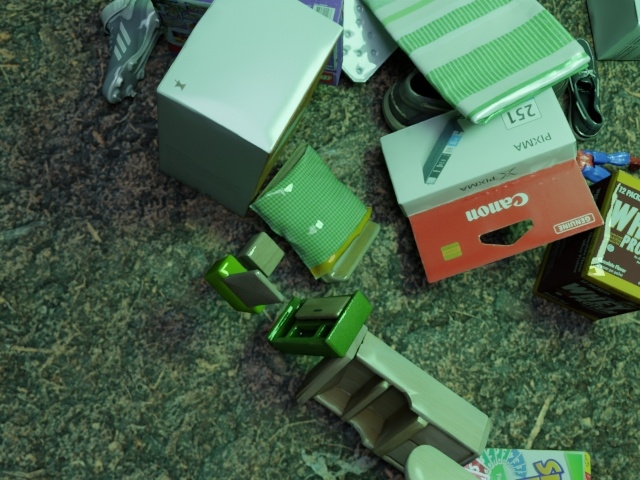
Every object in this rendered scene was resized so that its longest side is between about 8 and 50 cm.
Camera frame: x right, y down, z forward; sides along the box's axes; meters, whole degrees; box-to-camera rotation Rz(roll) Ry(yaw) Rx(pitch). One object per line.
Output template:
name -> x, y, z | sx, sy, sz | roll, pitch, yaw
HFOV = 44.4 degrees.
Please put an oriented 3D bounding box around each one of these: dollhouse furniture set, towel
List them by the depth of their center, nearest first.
dollhouse furniture set -> 0.049, 0.355, 1.087 | 0.256, 0.362, 0.394 | 36, 46, -3
dollhouse furniture set -> 0.000, 0.000, 1.190 | 0.197, 0.151, 0.301 | 49, 57, -23
towel -> 0.253, -0.356, 1.296 | 0.248, 0.038, 0.324 | -30, 70, -10

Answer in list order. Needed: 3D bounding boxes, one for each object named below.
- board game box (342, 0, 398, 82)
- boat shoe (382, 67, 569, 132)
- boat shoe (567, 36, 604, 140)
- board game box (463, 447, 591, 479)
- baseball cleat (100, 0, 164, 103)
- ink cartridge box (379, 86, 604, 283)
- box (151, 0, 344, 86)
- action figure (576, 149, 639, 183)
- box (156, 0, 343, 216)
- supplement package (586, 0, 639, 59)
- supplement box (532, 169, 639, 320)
board game box -> 0.060, -0.542, 1.355 | 0.390, 0.050, 0.390 | 45, 84, -15
boat shoe -> 0.288, -0.263, 1.374 | 0.356, 0.130, 0.132 | -16, 80, -14
boat shoe -> 0.496, -0.291, 1.456 | 0.075, 0.065, 0.206 | 3, 77, -10
board game box -> 0.331, 0.406, 1.287 | 0.260, 0.039, 0.124 | 5, 77, -13
baseball cleat -> -0.332, -0.324, 1.310 | 0.110, 0.072, 0.205 | 22, 69, 9
ink cartridge box -> 0.271, -0.101, 1.276 | 0.296, 0.066, 0.261 | -20, 63, 11
box -> -0.109, -0.339, 1.250 | 0.294, 0.201, 0.057 | 11, 75, 4
action figure -> 0.452, -0.126, 1.408 | 0.280, 0.139, 0.091 | 12, 71, -31
box -> -0.119, -0.201, 1.171 | 0.168, 0.345, 0.215 | 30, 74, -3
supplement package -> 0.632, -0.457, 1.476 | 0.203, 0.149, 0.194 | -2, 78, -12
supplement box -> 0.482, 0.015, 1.318 | 0.129, 0.194, 0.191 | 24, 74, -5
